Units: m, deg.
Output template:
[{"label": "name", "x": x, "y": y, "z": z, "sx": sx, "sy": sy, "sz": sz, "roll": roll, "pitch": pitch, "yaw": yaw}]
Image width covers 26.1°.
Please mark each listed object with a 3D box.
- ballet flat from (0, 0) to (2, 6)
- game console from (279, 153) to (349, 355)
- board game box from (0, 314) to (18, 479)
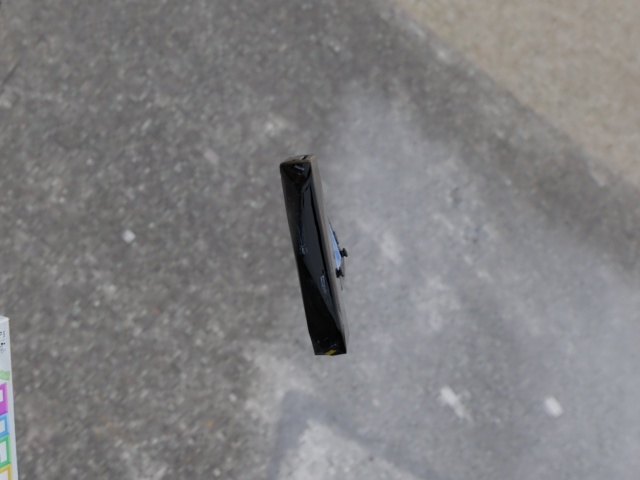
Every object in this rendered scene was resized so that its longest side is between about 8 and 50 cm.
[{"label": "ballet flat", "x": -0.379, "y": -0.249, "z": 0.984, "sx": 0.482, "sy": 0.182, "sz": 0.164, "roll": 18, "pitch": 5, "yaw": 39}, {"label": "game console", "x": 0.000, "y": 0.000, "z": 1.610, "sx": 0.361, "sy": 0.044, "sz": 0.213, "roll": -74, "pitch": 154, "yaw": -82}, {"label": "board game box", "x": -0.190, "y": 0.064, "z": 0.577, "sx": 0.154, "sy": 0.103, "sz": 0.026, "roll": 15, "pitch": 24, "yaw": 32}]
